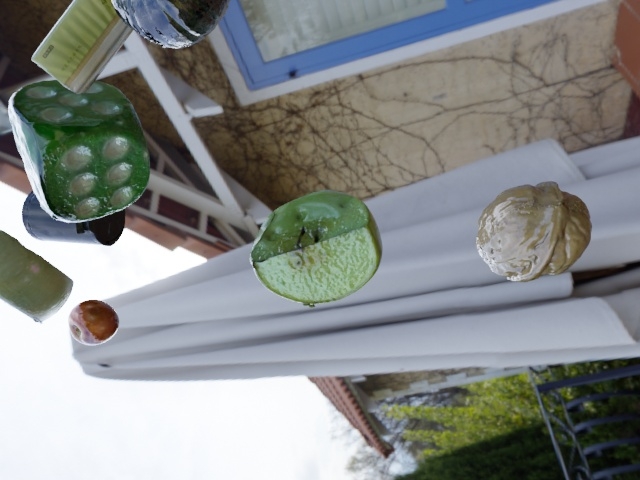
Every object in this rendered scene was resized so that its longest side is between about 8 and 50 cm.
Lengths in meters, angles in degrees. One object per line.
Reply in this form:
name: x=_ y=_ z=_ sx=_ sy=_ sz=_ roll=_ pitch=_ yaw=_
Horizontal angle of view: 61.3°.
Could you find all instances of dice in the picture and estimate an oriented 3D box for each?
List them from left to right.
dice: x=-0.651 y=-0.248 z=1.468 sx=0.300 sy=0.287 sz=0.297 roll=46 pitch=141 yaw=34

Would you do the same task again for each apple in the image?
apple: x=-0.760 y=0.272 z=1.815 sx=0.139 sy=0.163 sz=0.163 roll=-33 pitch=-68 yaw=-46

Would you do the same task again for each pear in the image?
pear: x=0.000 y=0.000 z=1.509 sx=0.318 sy=0.342 sz=0.238 roll=-92 pitch=-19 yaw=-54

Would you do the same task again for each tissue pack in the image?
tissue pack: x=-0.513 y=-0.453 z=1.198 sx=0.125 sy=0.234 sz=0.159 roll=38 pitch=-178 yaw=-25

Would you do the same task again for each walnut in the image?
walnut: x=0.408 y=-0.016 z=1.044 sx=0.245 sy=0.198 sz=0.198 roll=101 pitch=161 yaw=-69

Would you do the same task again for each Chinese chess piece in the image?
Chinese chess piece: x=-0.810 y=0.072 z=1.372 sx=0.146 sy=0.349 sz=0.349 roll=-59 pitch=-30 yaw=-21

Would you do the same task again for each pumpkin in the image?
pumpkin: x=-0.258 y=-0.443 z=0.928 sx=0.162 sy=0.220 sz=0.220 roll=17 pitch=-121 yaw=-61

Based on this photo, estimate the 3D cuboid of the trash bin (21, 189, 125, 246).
trash bin: x=-0.883 y=-0.090 z=1.957 sx=0.252 sy=0.301 sz=0.203 roll=-42 pitch=-47 yaw=-65
